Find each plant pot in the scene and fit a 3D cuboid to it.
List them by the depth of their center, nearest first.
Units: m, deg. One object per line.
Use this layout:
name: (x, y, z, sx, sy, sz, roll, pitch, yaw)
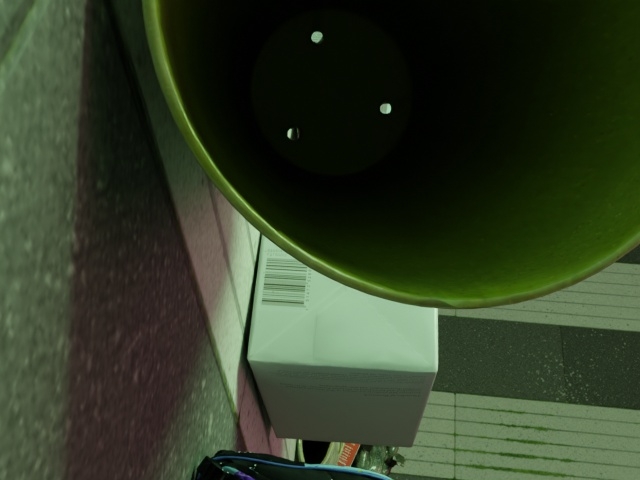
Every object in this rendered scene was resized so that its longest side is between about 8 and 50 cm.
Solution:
plant pot: (0.038, -0.115, 0.453, 0.293, 0.275, 0.274, -163, -103, -79)

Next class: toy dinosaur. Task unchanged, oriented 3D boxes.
toy dinosaur: (0.114, 0.470, 1.575, 0.160, 0.121, 0.313, -55, -179, 22)

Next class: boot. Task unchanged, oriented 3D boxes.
boot: (0.003, 0.347, 1.329, 0.165, 0.077, 0.213, 85, 13, -51)

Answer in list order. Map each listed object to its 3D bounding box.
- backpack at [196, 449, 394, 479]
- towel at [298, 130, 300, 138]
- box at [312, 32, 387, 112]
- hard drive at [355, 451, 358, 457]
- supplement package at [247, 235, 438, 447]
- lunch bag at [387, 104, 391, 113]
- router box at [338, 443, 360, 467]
backpack: (-0.007, 0.239, 0.529, 0.117, 0.173, 0.158, 84, 11, -65)
towel: (0.001, -0.027, 0.969, 0.275, 0.031, 0.198, 86, -4, -62)
box: (0.046, -0.262, 1.048, 0.203, 0.114, 0.103, 65, 29, -81)
hard drive: (0.089, 0.590, 1.665, 0.254, 0.054, 0.172, -77, 179, -52)
supplement package: (0.029, 0.107, 0.816, 0.293, 0.175, 0.177, 85, 8, -61)
lunch bag: (0.105, -0.171, 1.244, 0.108, 0.224, 0.279, 80, 20, -51)
router box: (0.080, 0.366, 1.640, 0.335, 0.082, 0.301, 63, 52, -80)
